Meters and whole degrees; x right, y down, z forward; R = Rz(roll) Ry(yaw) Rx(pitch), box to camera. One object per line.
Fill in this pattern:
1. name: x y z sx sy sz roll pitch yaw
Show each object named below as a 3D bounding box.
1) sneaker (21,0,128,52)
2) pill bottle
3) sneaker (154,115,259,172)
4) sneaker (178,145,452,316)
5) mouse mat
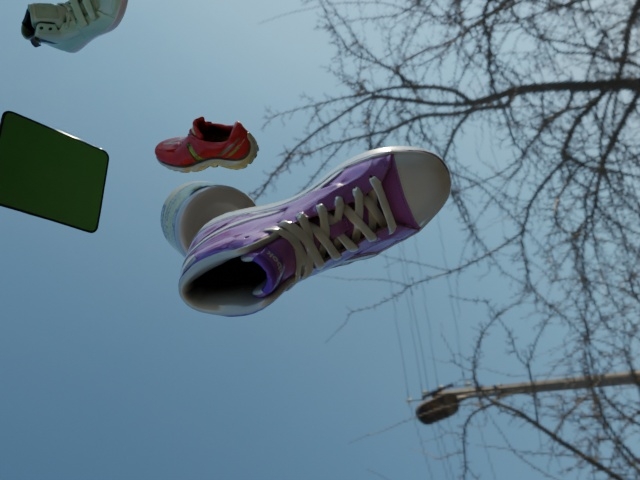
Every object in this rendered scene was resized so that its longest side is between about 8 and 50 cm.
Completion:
1. sneaker: -0.536 -0.493 1.376 0.151 0.256 0.094 -12 -103 -59
2. pill bottle: -0.268 -0.043 1.477 0.188 0.334 0.188 -3 -82 -22
3. sneaker: -0.274 -0.234 1.473 0.118 0.279 0.107 60 -142 -45
4. sneaker: 0.000 0.001 0.601 0.161 0.282 0.102 -88 -26 -75
5. mouse mat: -0.429 -0.106 1.018 0.189 0.007 0.153 24 -116 -48
